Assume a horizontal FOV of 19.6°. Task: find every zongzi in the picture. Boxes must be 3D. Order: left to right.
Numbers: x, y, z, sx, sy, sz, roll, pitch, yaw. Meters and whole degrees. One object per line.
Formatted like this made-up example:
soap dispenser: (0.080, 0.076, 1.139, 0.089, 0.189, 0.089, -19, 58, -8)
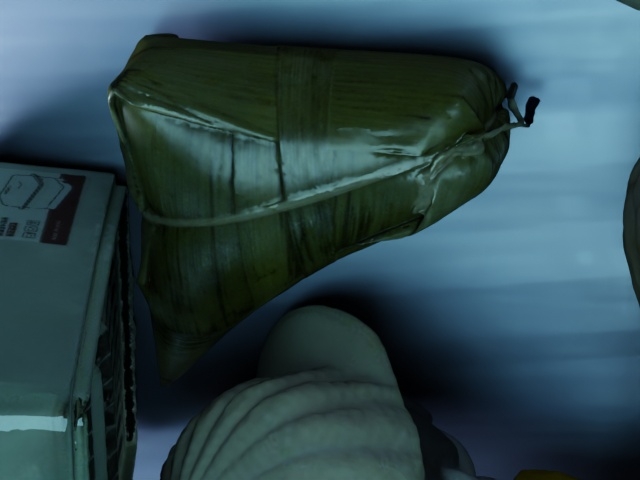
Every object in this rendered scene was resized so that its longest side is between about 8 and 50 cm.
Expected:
zongzi: (0.003, 0.000, 0.930, 0.205, 0.094, 0.204, 4, 118, 10)

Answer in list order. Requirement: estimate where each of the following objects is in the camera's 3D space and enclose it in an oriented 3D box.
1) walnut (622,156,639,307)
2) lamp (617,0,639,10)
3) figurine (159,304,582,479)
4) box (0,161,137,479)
walnut: (0.236, 0.017, 0.852, 0.230, 0.178, 0.178, 45, 115, -3)
lamp: (0.205, -0.147, 0.817, 0.250, 0.101, 0.101, -6, 112, 10)
figurine: (0.069, 0.179, 0.933, 0.332, 0.204, 0.185, 27, 114, -1)
box: (-0.179, 0.092, 0.904, 0.166, 0.290, 0.220, -1, 115, 0)
